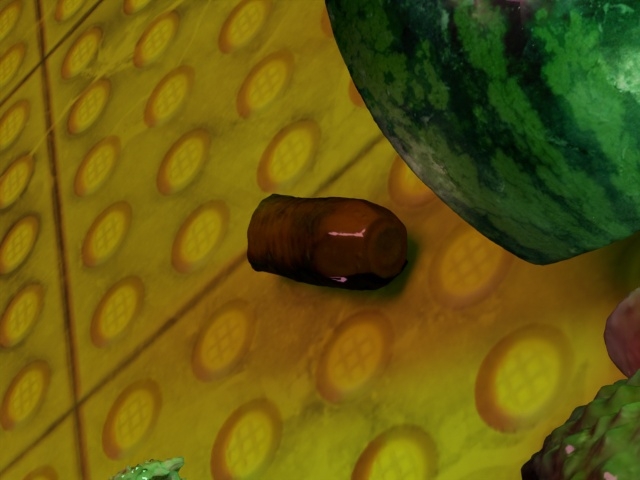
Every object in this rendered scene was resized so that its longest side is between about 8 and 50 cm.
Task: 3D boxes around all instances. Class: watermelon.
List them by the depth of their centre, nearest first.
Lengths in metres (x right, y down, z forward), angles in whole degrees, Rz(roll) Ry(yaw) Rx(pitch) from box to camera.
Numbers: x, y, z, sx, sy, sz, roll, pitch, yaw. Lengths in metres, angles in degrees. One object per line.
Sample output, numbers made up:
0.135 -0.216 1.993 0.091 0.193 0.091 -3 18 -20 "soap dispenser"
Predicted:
0.215 -0.114 0.815 0.292 0.319 0.222 -30 57 47 "watermelon"

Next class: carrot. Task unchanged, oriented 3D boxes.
0.000 0.000 1.098 0.173 0.082 0.082 6 68 47 "carrot"

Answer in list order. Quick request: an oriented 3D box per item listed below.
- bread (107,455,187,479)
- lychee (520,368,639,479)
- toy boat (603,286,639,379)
-0.182 0.325 0.979 0.192 0.171 0.314 -24 45 31 "bread"
0.219 0.144 0.589 0.274 0.255 0.255 -51 36 -4 "lychee"
0.261 -0.014 0.830 0.206 0.096 0.282 -35 28 17 "toy boat"
